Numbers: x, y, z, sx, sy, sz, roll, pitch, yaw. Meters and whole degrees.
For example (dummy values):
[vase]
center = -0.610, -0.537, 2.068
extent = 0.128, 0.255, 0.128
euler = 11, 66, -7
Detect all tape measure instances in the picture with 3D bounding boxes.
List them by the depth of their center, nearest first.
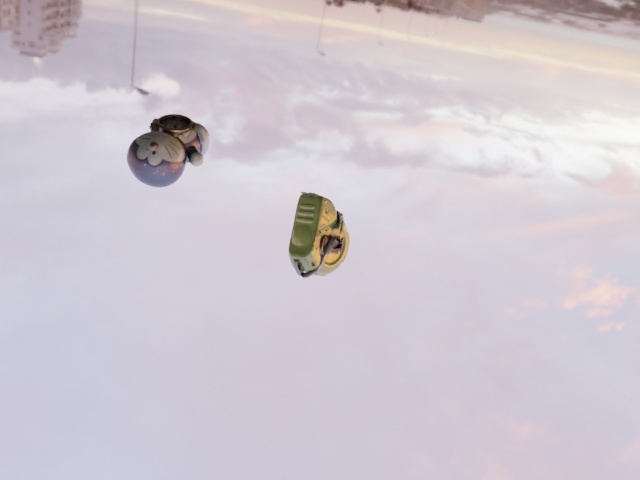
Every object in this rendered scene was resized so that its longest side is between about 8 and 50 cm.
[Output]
[tape measure]
center = 0.000, 0.000, 1.344
extent = 0.087, 0.177, 0.154
euler = 11, 175, 38

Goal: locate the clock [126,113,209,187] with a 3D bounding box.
[clock]
center = -0.415, -0.244, 1.690
extent = 0.199, 0.146, 0.243
euler = 26, -138, 12
